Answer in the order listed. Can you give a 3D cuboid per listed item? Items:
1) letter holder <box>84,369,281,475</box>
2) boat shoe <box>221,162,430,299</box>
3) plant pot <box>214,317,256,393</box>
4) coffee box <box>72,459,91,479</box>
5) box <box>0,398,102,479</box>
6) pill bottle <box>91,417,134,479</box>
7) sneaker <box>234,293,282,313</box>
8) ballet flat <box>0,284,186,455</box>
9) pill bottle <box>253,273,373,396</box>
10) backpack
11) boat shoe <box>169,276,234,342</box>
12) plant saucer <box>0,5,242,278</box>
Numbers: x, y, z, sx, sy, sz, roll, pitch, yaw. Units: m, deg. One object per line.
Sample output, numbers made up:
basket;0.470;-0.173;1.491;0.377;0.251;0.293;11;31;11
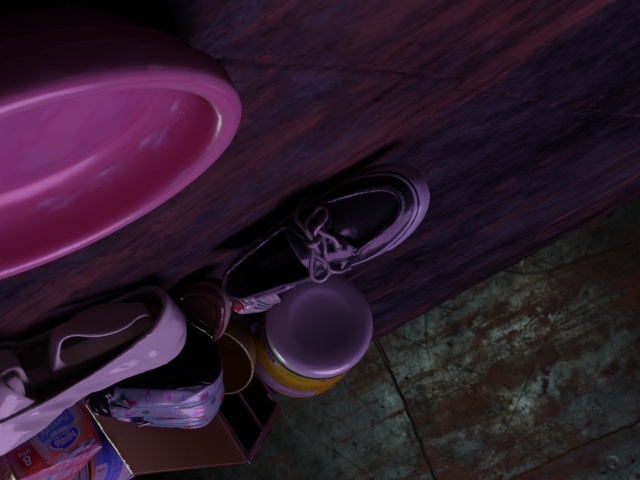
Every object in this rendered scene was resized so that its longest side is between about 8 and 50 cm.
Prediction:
letter holder;-0.270;0.312;2.151;0.302;0.214;0.152;-14;-152;33
boat shoe;-0.002;-0.004;1.449;0.306;0.113;0.105;-21;-173;29
plant pot;-0.166;0.189;1.979;0.134;0.134;0.095;-32;-166;30
coffee box;-0.580;0.437;2.042;0.168;0.119;0.297;-1;-176;34
box;-0.467;0.320;1.806;0.142;0.154;0.300;-20;168;-28
pill bottle;-0.472;0.454;2.403;0.152;0.152;0.272;-31;168;26
sneaker;-0.106;0.091;1.788;0.075;0.057;0.161;-30;172;-5
ballet flat;-0.360;0.163;1.455;0.400;0.139;0.139;-26;170;-20
pill bottle;-0.026;0.183;2.048;0.188;0.188;0.334;-22;169;-15
backpack;-0.227;0.197;1.603;0.182;0.152;0.115;4;131;0
boat shoe;-0.185;0.110;1.680;0.095;0.095;0.257;-48;-177;-38
plant saucer;-0.221;-0.061;0.789;0.332;0.084;0.332;-24;168;-6
